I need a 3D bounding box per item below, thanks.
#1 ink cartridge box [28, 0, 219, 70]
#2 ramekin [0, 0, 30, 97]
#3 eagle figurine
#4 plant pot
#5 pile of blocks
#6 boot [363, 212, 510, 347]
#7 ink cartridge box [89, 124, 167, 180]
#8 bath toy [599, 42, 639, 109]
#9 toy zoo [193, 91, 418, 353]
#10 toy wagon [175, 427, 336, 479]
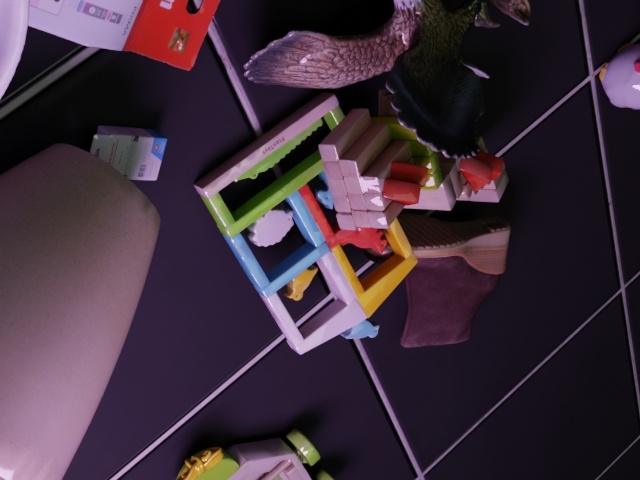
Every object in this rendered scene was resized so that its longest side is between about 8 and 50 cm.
[{"bbox_3d":[-0.162,-0.261,0.931,0.232,0.066,0.189,14,107,-41],"label":"ink cartridge box"},{"bbox_3d":[-0.368,-0.184,0.738,0.277,0.135,0.277,-23,130,-30],"label":"ramekin"},{"bbox_3d":[0.089,-0.204,1.081,0.225,0.226,0.298,44,63,-15],"label":"eagle figurine"},{"bbox_3d":[-0.274,0.054,0.928,0.274,0.256,0.256,-57,141,-20],"label":"plant pot"},{"bbox_3d":[0.140,-0.103,1.197,0.362,0.113,0.149,-16,108,-57],"label":"pile of blocks"},{"bbox_3d":[0.144,0.068,1.401,0.248,0.090,0.207,-3,125,-32],"label":"boot"},{"bbox_3d":[-0.201,-0.088,1.030,0.083,0.028,0.048,0,117,-42],"label":"ink cartridge box"},{"bbox_3d":[0.540,-0.330,1.456,0.348,0.129,0.151,-55,138,3],"label":"bath toy"},{"bbox_3d":[0.000,0.000,1.206,0.192,0.030,0.293,-38,119,-16],"label":"toy zoo"},{"bbox_3d":[-0.111,0.368,1.392,0.267,0.068,0.344,-40,136,-14],"label":"toy wagon"}]
